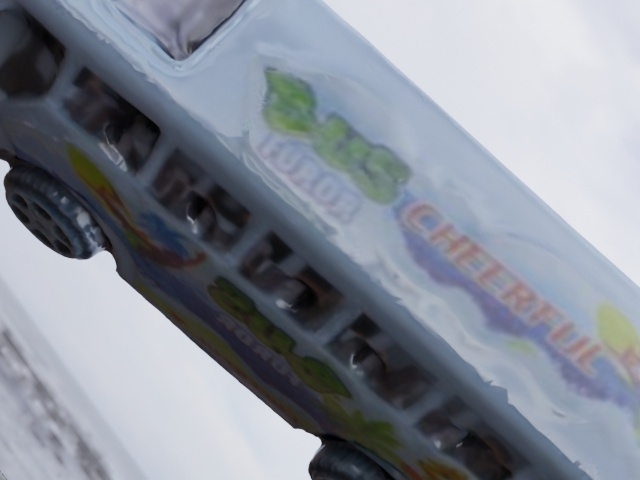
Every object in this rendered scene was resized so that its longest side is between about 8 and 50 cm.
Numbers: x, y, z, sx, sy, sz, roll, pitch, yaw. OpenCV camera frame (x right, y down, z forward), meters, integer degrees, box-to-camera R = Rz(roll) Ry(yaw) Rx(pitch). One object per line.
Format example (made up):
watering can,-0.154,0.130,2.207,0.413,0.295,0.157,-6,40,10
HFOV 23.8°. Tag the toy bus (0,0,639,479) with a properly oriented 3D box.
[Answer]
toy bus,0.000,0.000,0.546,0.329,0.109,0.136,41,-25,-2

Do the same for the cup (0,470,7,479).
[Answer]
cup,-0.103,0.079,0.296,0.075,0.083,0.054,-8,-71,50
